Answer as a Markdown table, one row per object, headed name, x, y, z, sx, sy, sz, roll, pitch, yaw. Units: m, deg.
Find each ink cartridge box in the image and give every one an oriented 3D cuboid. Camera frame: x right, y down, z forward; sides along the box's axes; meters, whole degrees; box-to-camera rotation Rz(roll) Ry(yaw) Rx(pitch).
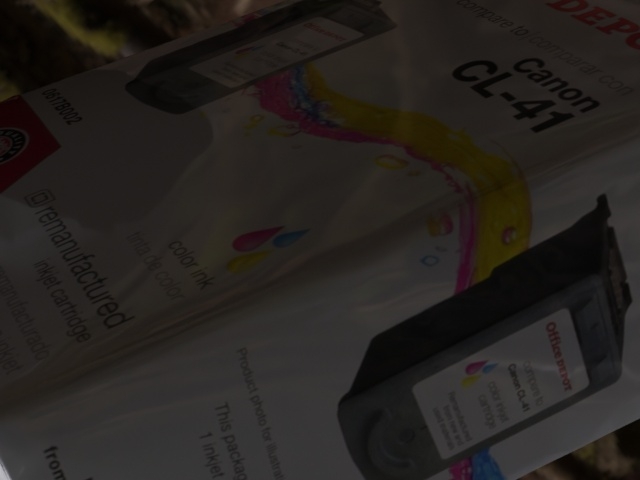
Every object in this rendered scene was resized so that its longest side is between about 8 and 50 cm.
| name | x | y | z | sx | sy | sz | roll | pitch | yaw |
| --- | --- | --- | --- | --- | --- | --- | --- | --- | --- |
| ink cartridge box | 0.000 | 0.000 | 0.559 | 0.226 | 0.306 | 0.131 | 43 | 154 | 55 |
